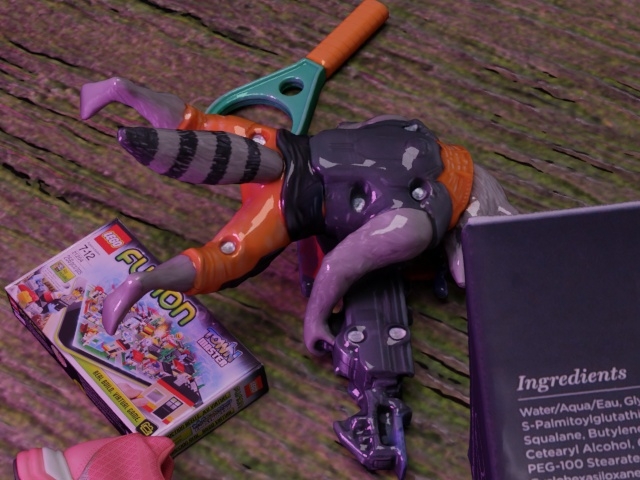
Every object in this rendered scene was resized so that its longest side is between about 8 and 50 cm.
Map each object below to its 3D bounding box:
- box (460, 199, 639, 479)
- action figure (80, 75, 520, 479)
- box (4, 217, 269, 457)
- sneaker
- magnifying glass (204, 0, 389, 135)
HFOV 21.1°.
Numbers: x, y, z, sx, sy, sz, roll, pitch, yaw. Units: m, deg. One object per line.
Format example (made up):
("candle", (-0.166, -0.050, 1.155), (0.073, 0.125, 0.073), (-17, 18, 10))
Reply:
("box", (0.207, 0.217, 1.005), (0.212, 0.293, 0.395), (-6, 55, 2))
("action figure", (0.000, 0.000, 1.296), (0.330, 0.178, 0.341), (-1, 52, -18))
("box", (-0.148, 0.077, 1.358), (0.114, 0.036, 0.207), (-34, 54, -20))
("sneaker", (-0.103, 0.247, 1.161), (0.136, 0.116, 0.314), (-18, 53, -19))
("magnifying glass", (-0.019, -0.139, 1.529), (0.092, 0.026, 0.231), (29, 59, 28))
